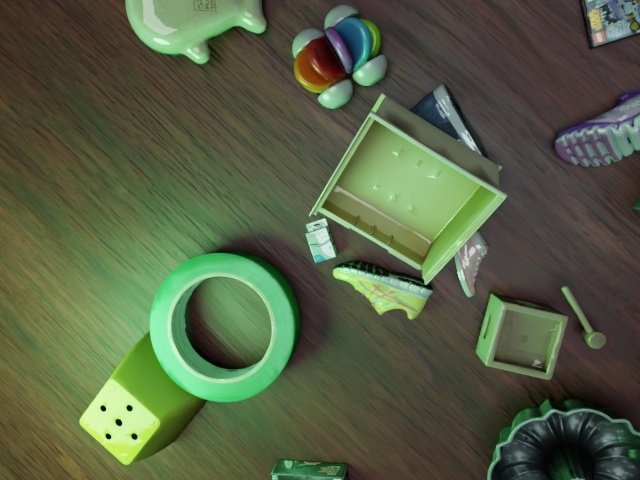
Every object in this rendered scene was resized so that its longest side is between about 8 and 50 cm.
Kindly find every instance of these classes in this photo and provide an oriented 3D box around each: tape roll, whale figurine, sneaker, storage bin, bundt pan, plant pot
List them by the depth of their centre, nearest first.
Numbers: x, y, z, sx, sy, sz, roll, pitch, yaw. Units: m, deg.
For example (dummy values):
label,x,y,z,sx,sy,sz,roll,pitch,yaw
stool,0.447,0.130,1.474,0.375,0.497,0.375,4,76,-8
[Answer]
label,x,y,z,sx,sy,sz,roll,pitch,yaw
sneaker,0.542,-0.212,0.958,0.236,0.105,0.095,-15,140,32
storage bin,0.151,-0.085,0.988,0.262,0.123,0.260,30,128,-4
sneaker,0.227,-0.163,1.038,0.163,0.086,0.226,-31,100,24
bundt pan,0.492,0.456,1.054,0.330,0.124,0.331,2,100,12
sneaker,0.306,0.043,1.066,0.070,0.051,0.135,-13,92,20
whale figurine,-0.248,-0.466,1.086,0.271,0.141,0.217,-7,98,-11
sneaker,0.119,0.106,1.104,0.208,0.081,0.094,18,105,9
tape roll,-0.207,0.183,1.171,0.321,0.077,0.322,1,94,9
plant pot,-0.401,0.367,1.208,0.212,0.187,0.212,40,105,3

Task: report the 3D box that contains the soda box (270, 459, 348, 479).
label,x,y,z,sx,sy,sz,roll,pitch,yaw
soda box,-0.024,0.540,1.216,0.168,0.060,0.053,-2,100,12

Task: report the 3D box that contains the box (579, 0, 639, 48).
label,x,y,z,sx,sy,sz,roll,pitch,yaw
box,0.518,-0.425,0.956,0.093,0.027,0.137,-15,96,15

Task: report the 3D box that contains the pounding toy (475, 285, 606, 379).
label,x,y,z,sx,sy,sz,roll,pitch,yaw
pounding toy,0.432,0.166,1.042,0.205,0.094,0.181,13,97,1

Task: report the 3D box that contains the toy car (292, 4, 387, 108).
label,x,y,z,sx,sy,sz,roll,pitch,yaw
toy car,0.030,-0.354,1.020,0.182,0.136,0.159,-30,91,15

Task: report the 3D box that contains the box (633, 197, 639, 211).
label,x,y,z,sx,sy,sz,roll,pitch,yaw
box,0.623,-0.108,0.876,0.059,0.232,0.183,32,104,9

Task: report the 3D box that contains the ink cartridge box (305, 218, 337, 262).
label,x,y,z,sx,sy,sz,roll,pitch,yaw
ink cartridge box,0.000,0.000,1.140,0.048,0.028,0.083,-18,94,15
